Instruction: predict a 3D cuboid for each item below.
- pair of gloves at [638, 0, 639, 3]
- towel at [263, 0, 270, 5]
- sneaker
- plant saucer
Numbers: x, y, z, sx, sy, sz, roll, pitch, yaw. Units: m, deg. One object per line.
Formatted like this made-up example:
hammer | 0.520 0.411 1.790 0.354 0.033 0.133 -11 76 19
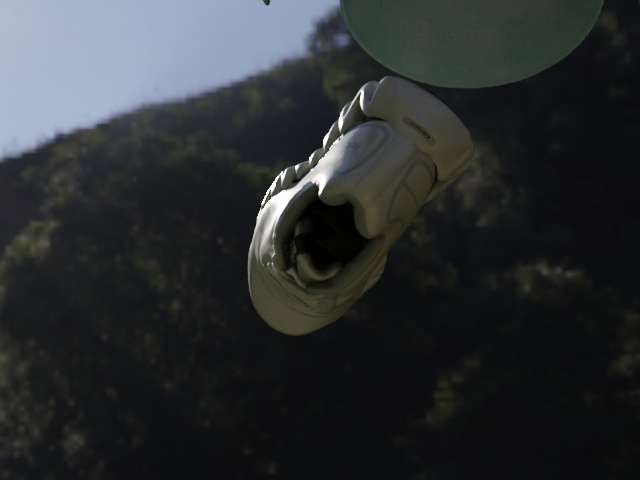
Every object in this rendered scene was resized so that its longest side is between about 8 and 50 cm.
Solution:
pair of gloves | 0.214 -0.067 0.734 0.042 0.204 0.240 -27 0 -7
towel | -0.088 -0.423 1.544 0.038 0.324 0.248 -14 -30 1
sneaker | 0.000 0.000 1.143 0.110 0.118 0.292 35 -34 1
plant saucer | 0.111 -0.193 1.179 0.195 0.037 0.195 2 -40 2
